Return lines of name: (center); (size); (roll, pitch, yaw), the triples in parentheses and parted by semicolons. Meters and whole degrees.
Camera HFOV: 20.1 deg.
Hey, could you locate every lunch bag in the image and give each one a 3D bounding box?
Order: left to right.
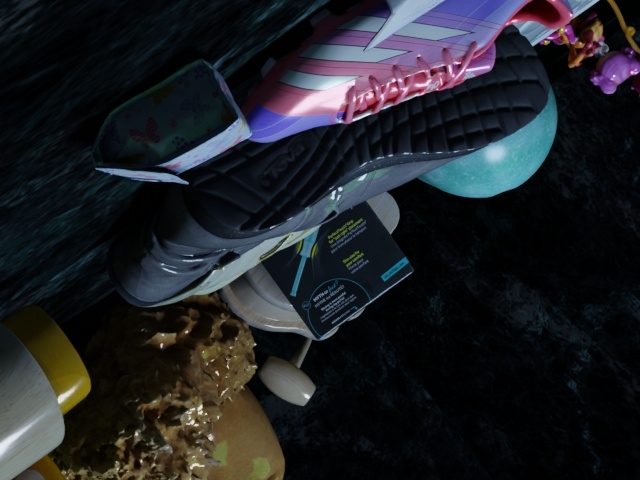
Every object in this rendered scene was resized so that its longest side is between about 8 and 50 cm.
lunch bag: (-0.085, -0.059, 1.009); (0.083, 0.053, 0.071); (-28, 176, 1)

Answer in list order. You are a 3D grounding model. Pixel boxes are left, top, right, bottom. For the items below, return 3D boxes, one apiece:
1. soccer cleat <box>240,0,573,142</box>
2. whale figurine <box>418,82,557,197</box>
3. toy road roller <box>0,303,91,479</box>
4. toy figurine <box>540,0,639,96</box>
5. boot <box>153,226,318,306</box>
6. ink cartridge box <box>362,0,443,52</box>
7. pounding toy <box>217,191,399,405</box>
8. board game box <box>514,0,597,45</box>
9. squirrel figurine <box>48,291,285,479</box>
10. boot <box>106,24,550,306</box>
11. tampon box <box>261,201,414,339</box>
soccer cleat: (0.057, -0.125, 1.185); (0.248, 0.095, 0.083); (-36, 177, -20)
whale figurine: (0.147, -0.103, 1.939); (0.216, 0.141, 0.272); (-20, 174, -27)
toy road roller: (-0.263, 0.215, 1.328); (0.202, 0.241, 0.329); (-35, 177, -30)
toy figurine: (0.314, -0.224, 1.977); (0.173, 0.159, 0.130); (-35, 176, -16)
boot: (-0.071, -0.016, 1.598); (0.213, 0.077, 0.165); (-37, 174, 15)
ink cartridge box: (0.124, -0.214, 1.071); (0.206, 0.045, 0.208); (-35, 175, -33)
pounding toy: (-0.038, 0.037, 1.960); (0.155, 0.154, 0.269); (-40, -157, 55)
board game box: (0.211, -0.238, 1.635); (0.390, 0.050, 0.390); (-35, 177, -29)
squirrel figurine: (-0.234, 0.227, 1.838); (0.370, 0.281, 0.397); (-36, 161, -36)
boot: (-0.002, -0.067, 1.412); (0.338, 0.118, 0.222); (-20, 172, -28)
tampon box: (0.000, 0.000, 1.792); (0.120, 0.161, 0.101); (-36, 177, 0)
